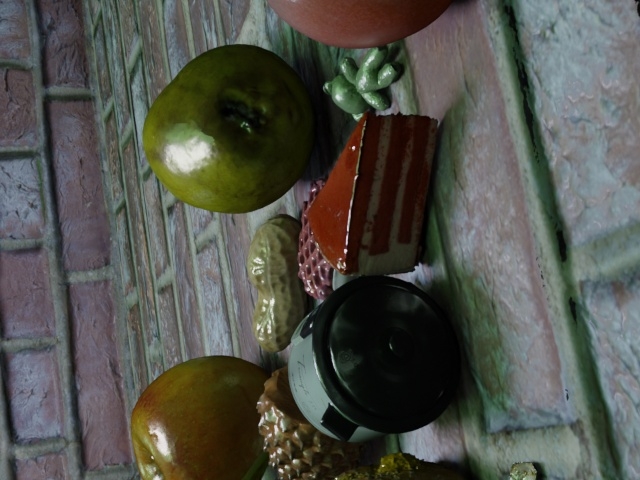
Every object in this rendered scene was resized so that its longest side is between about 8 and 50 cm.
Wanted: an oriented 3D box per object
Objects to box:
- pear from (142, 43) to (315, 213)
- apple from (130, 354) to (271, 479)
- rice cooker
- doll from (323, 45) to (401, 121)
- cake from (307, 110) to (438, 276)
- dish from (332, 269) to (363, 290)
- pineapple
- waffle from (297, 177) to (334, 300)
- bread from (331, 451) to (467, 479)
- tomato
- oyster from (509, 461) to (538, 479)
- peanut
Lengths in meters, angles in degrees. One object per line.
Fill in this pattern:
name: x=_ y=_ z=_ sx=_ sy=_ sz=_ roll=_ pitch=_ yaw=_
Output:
pear: x=-0.178 y=-0.216 z=1.564 sx=0.413 sy=0.352 sz=0.351 roll=-156 pitch=64 yaw=-65
apple: x=-0.242 y=0.456 z=1.795 sx=0.374 sy=0.374 sz=0.383 roll=-6 pitch=103 yaw=63
rice cooker: x=0.080 y=0.187 z=1.212 sx=0.241 sy=0.280 sz=0.227 roll=40 pitch=151 yaw=-2
doll: x=0.082 y=-0.274 z=1.341 sx=0.115 sy=0.077 sz=0.150 roll=48 pitch=139 yaw=-8
cake: x=0.082 y=-0.092 z=1.257 sx=0.160 sy=0.158 sz=0.261 roll=36 pitch=124 yaw=55
dish: x=0.076 y=0.030 z=1.389 sx=0.141 sy=0.078 sz=0.141 roll=12 pitch=-90 yaw=-81
pineapple: x=-0.014 y=0.411 z=1.500 sx=0.223 sy=0.223 sz=0.357 roll=-129 pitch=31 yaw=-48
waffle: x=0.000 y=0.000 z=1.507 sx=0.221 sy=0.056 sz=0.234 roll=-122 pitch=38 yaw=-63
bread: x=0.107 y=0.419 z=1.186 sx=0.195 sy=0.247 sz=0.176 roll=-40 pitch=60 yaw=55
tomato: x=0.045 y=-0.428 z=1.103 sx=0.321 sy=0.322 sz=0.321 roll=16 pitch=108 yaw=62
oyster: x=0.286 y=0.344 z=1.069 sx=0.054 sy=0.019 sz=0.083 roll=-26 pitch=68 yaw=60
peanut: x=-0.091 y=0.093 z=1.651 sx=0.120 sy=0.136 sz=0.298 roll=15 pitch=109 yaw=59
